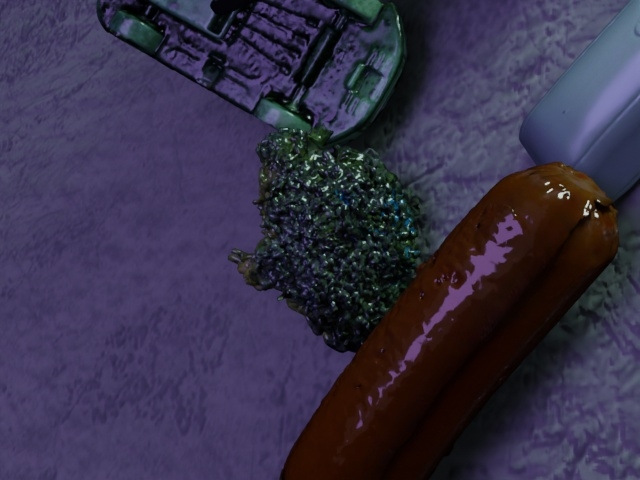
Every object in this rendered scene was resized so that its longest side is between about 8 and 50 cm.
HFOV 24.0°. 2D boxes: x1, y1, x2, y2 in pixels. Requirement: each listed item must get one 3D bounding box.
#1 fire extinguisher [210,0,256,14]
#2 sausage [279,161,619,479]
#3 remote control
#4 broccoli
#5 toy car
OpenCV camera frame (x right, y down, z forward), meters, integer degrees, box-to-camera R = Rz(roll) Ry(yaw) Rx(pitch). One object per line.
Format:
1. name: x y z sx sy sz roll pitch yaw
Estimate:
1. fire extinguisher: 0.006 -0.313 1.206 0.135 0.114 0.337 -12 45 31
2. sausage: 0.076 0.084 1.033 0.330 0.102 0.102 -54 42 19
3. remote control: 0.244 -0.149 1.003 0.293 0.051 0.103 -48 44 21
4. broccoli: 0.000 0.000 1.165 0.154 0.167 0.160 -55 3 -26
5. toy car: -0.050 -0.178 1.284 0.306 0.125 0.136 31 93 27
